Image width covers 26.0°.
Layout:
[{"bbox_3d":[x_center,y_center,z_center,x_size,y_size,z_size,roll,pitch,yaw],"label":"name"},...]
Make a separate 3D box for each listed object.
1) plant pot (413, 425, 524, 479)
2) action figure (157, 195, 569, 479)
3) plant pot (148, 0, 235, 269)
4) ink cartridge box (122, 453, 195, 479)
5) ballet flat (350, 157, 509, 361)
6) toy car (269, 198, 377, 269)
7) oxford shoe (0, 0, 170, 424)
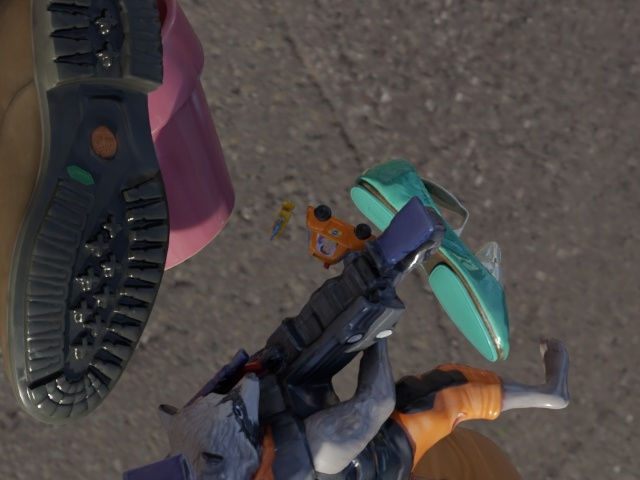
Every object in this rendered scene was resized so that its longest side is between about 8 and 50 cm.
[{"bbox_3d":[0.148,0.356,1.626,0.291,0.203,0.291,-3,125,-4],"label":"plant pot"},{"bbox_3d":[0.044,0.134,1.011,0.330,0.178,0.341,4,140,-33],"label":"action figure"},{"bbox_3d":[-0.164,-0.077,1.112,0.201,0.201,0.180,-43,127,-20],"label":"plant pot"},{"bbox_3d":[-0.105,0.325,0.759,0.151,0.270,0.395,23,67,-21],"label":"ink cartridge box"},{"bbox_3d":[0.138,0.009,1.453,0.087,0.247,0.083,-37,173,-18],"label":"ballet flat"},{"bbox_3d":[0.000,0.000,1.026,0.060,0.122,0.040,27,84,-15],"label":"toy car"},{"bbox_3d":[-0.130,-0.024,0.683,0.083,0.096,0.227,10,80,-43],"label":"oxford shoe"}]
